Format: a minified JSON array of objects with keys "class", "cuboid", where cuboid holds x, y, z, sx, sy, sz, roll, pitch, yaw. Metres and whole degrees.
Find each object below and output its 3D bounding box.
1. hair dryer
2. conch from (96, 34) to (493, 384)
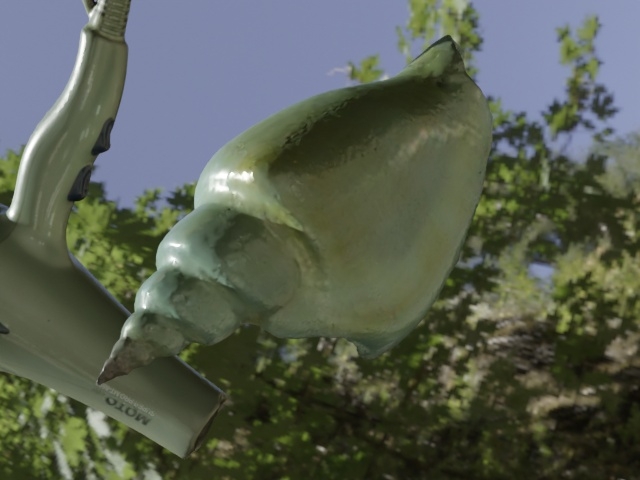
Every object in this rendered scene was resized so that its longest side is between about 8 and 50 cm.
[{"class":"hair dryer","cuboid":[-0.076,-0.008,0.435,0.199,0.167,0.067,-47,-3,20]},{"class":"conch","cuboid":[-0.001,-0.004,0.372,0.180,0.088,0.065,-39,-19,-16]}]
